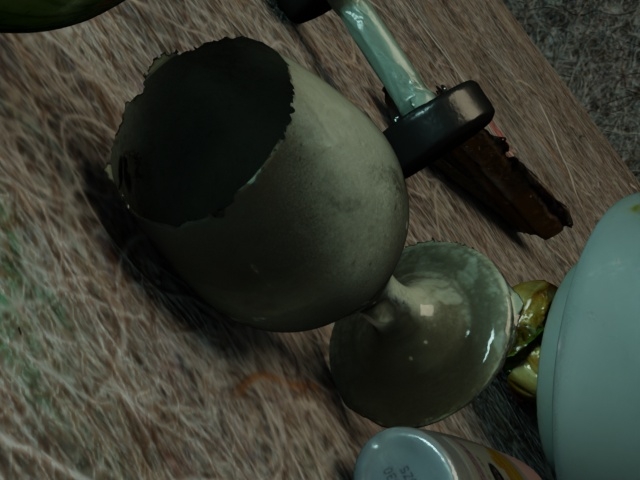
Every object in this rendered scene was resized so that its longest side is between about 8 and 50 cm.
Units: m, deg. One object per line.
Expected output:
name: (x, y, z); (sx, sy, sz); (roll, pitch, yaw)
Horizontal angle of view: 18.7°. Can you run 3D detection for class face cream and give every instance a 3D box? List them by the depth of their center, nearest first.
face cream: (0.081, 0.145, 1.067); (0.084, 0.057, 0.198); (62, 15, 21)

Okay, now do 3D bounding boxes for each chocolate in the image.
chocolate: (0.147, -0.074, 1.804); (0.102, 0.065, 0.329); (47, 7, 29)

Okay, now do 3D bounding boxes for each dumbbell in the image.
dumbbell: (0.049, -0.152, 1.558); (0.191, 0.100, 0.100); (56, 14, 4)

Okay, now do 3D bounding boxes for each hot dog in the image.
hot dog: (0.181, 0.089, 1.523); (0.250, 0.076, 0.104); (16, 62, -64)

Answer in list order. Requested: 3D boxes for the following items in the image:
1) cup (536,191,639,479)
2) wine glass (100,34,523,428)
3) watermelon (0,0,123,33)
cup: (0.261, 0.102, 1.397); (0.347, 0.163, 0.347); (-13, 105, -60)
wine glass: (0.000, 0.000, 0.989); (0.241, 0.126, 0.126); (43, 18, -47)
watermelon: (-0.140, -0.194, 0.820); (0.215, 0.188, 0.188); (62, 14, -1)
